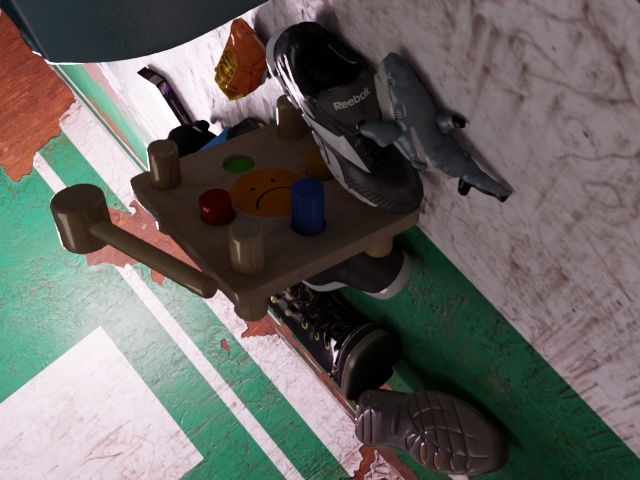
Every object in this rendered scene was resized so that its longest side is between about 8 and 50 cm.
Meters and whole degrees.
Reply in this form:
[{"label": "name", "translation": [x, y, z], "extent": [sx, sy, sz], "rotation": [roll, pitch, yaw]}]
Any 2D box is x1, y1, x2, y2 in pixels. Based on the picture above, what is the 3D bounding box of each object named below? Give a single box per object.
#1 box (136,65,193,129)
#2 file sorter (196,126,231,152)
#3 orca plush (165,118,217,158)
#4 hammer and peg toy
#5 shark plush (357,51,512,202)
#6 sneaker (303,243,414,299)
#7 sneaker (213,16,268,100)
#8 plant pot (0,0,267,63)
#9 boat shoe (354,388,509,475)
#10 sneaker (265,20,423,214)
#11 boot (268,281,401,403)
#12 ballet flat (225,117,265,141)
[{"label": "box", "translation": [-0.320, -0.285, 1.759], "extent": [0.116, 0.029, 0.162], "rotation": [36, 162, 51]}, {"label": "file sorter", "translation": [-0.145, -0.092, 1.479], "extent": [0.170, 0.118, 0.104], "rotation": [45, 169, 28]}, {"label": "orca plush", "translation": [-0.198, -0.131, 1.605], "extent": [0.102, 0.151, 0.287], "rotation": [13, 150, 18]}, {"label": "hammer and peg toy", "translation": [-0.096, -0.022, 0.947], "extent": [0.266, 0.361, 0.127], "rotation": [41, 144, 37]}, {"label": "shark plush", "translation": [0.101, -0.090, 0.738], "extent": [0.161, 0.073, 0.067], "rotation": [53, 139, 12]}, {"label": "sneaker", "translation": [0.000, 0.000, 1.177], "extent": [0.147, 0.105, 0.295], "rotation": [38, 167, -23]}, {"label": "sneaker", "translation": [-0.102, -0.221, 1.053], "extent": [0.064, 0.067, 0.175], "rotation": [51, 167, 9]}, {"label": "plant pot", "translation": [-0.190, -0.298, 0.707], "extent": [0.247, 0.252, 0.248], "rotation": [48, 168, 13]}, {"label": "boat shoe", "translation": [0.204, 0.324, 1.444], "extent": [0.130, 0.132, 0.355], "rotation": [14, 175, -33]}, {"label": "sneaker", "translation": [0.030, -0.123, 0.833], "extent": [0.234, 0.078, 0.106], "rotation": [54, 170, -6]}, {"label": "boot", "translation": [0.019, 0.169, 1.630], "extent": [0.284, 0.138, 0.377], "rotation": [47, 173, 17]}, {"label": "ballet flat", "translation": [-0.109, -0.166, 1.331], "extent": [0.173, 0.049, 0.057], "rotation": [-163, 79, -68]}]
